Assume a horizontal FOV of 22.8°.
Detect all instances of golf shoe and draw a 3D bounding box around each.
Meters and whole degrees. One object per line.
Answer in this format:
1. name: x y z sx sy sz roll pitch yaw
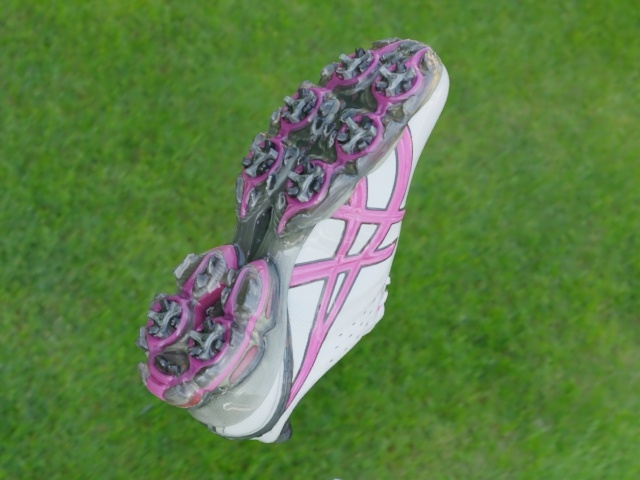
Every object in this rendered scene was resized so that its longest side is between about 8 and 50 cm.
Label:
1. golf shoe: 0.000 0.000 0.678 0.086 0.067 0.186 38 85 -43

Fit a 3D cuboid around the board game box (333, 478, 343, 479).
1. board game box: 0.095 0.231 0.895 0.039 0.212 0.160 -35 125 -49
